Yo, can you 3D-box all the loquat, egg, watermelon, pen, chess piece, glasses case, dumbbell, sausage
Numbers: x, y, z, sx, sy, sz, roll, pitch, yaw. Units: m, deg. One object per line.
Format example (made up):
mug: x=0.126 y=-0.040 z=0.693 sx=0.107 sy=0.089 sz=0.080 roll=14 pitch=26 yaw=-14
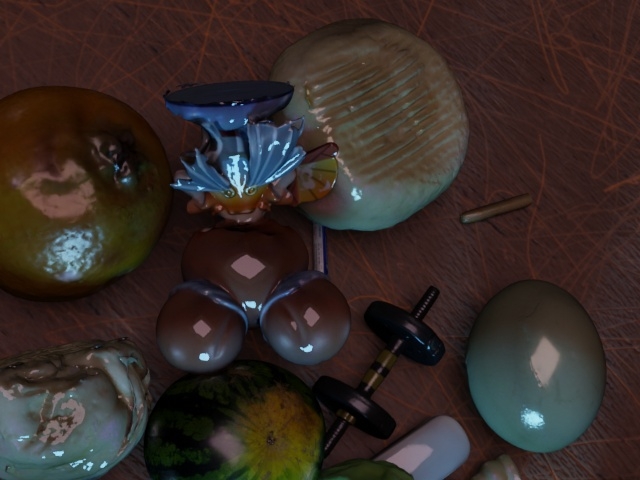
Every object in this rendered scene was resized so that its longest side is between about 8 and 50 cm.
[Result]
loquat: x=-0.382 y=-0.070 z=1.554 sx=0.328 sy=0.328 sz=0.328 roll=2 pitch=77 yaw=-9
egg: x=0.336 y=0.196 z=1.664 sx=0.219 sy=0.219 sz=0.269 roll=-7 pitch=74 yaw=-11
watermelon: x=-0.120 y=0.300 z=1.545 sx=0.269 sy=0.269 sz=0.269 roll=2 pitch=77 yaw=-9
pen: x=0.000 y=0.000 z=1.751 sx=0.025 sy=0.025 sz=0.204 roll=1 pitch=77 yaw=-10
chess piece: x=0.235 y=0.411 z=1.666 sx=0.170 sy=0.094 sz=0.094 roll=-22 pitch=82 yaw=-10
glasses case: x=0.131 y=0.363 z=1.670 sx=0.233 sy=0.059 sz=0.092 roll=-34 pitch=88 yaw=-14
dumbbell: x=0.092 y=0.203 z=1.658 sx=0.143 sy=0.143 sz=0.325 roll=36 pitch=74 yaw=0
sausage: x=0.301 y=-0.054 z=1.815 sx=0.132 sy=0.024 sz=0.024 roll=-17 pitch=81 yaw=-14

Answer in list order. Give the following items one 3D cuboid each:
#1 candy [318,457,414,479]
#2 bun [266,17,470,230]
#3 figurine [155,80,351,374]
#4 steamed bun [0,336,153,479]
candy: x=0.067 y=0.494 z=1.563 sx=0.142 sy=0.132 sz=0.343 roll=-3 pitch=93 yaw=-30
bun: x=0.058 y=-0.185 z=1.703 sx=0.361 sy=0.213 sz=0.361 roll=8 pitch=75 yaw=-31
figurine: x=-0.103 y=-0.021 z=1.516 sx=0.277 sy=0.248 sz=0.388 roll=-3 pitch=108 yaw=-4
steamed bun: x=-0.383 y=0.258 z=1.513 sx=0.268 sy=0.280 sz=0.207 roll=-12 pitch=92 yaw=-46
